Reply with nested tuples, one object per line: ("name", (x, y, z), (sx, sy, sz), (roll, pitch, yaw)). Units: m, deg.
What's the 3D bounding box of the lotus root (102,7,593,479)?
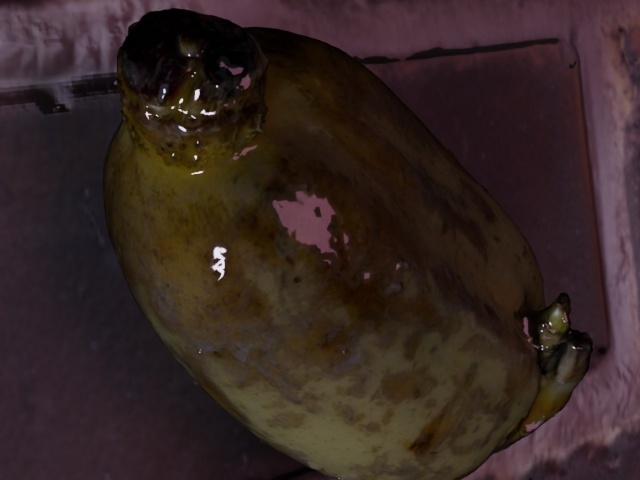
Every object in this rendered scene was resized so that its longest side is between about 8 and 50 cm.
("lotus root", (0.000, 0.000, 0.884), (0.309, 0.173, 0.173), (44, 56, -39))
